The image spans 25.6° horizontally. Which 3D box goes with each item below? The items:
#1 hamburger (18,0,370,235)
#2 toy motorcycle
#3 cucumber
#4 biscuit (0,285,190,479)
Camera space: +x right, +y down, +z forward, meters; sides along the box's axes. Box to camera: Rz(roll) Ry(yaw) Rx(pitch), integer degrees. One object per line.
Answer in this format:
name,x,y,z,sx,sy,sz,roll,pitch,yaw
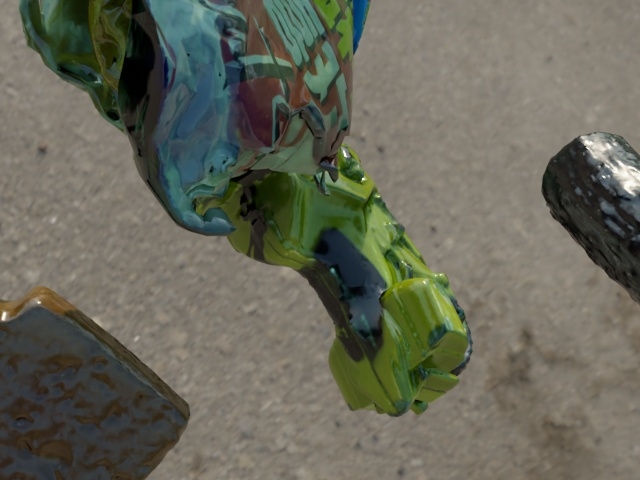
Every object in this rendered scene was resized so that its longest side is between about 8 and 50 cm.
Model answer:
hamburger,-0.077,-0.144,0.809,0.276,0.150,0.261,-22,112,-65
toy motorcycle,0.001,-0.001,1.235,0.206,0.142,0.342,-24,74,-40
cucumber,0.224,0.006,0.955,0.062,0.078,0.211,19,24,-32
biscuit,-0.222,0.113,0.772,0.301,0.278,0.043,-1,19,-13
